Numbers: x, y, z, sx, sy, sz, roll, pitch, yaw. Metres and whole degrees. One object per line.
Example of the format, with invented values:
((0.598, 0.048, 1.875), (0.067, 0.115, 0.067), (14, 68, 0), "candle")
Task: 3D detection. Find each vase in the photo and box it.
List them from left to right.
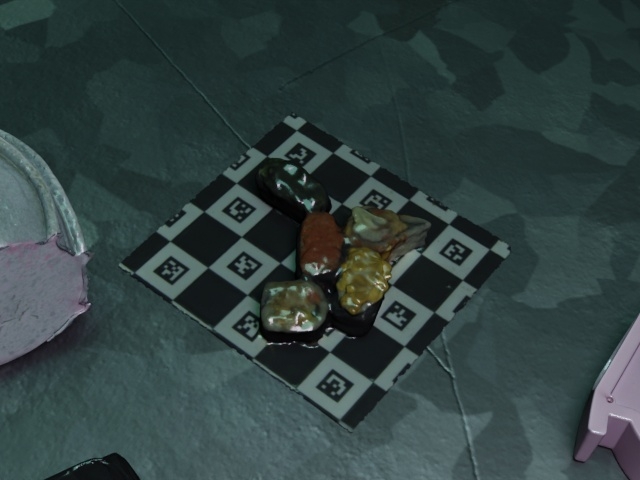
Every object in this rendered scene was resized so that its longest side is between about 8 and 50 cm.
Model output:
((-0.448, -0.063, 1.207), (0.250, 0.250, 0.445), (-27, 55, -24), "vase")

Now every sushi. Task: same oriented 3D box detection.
((0.000, 0.000, 1.295), (0.359, 0.064, 0.343), (33, 56, 20), "sushi")

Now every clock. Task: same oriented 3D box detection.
((0.455, 0.177, 1.190), (0.275, 0.080, 0.290), (27, 56, 15), "clock")

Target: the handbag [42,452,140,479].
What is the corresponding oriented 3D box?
((-0.238, 0.340, 0.987), (0.244, 0.088, 0.275), (-23, 53, -18), "handbag")
